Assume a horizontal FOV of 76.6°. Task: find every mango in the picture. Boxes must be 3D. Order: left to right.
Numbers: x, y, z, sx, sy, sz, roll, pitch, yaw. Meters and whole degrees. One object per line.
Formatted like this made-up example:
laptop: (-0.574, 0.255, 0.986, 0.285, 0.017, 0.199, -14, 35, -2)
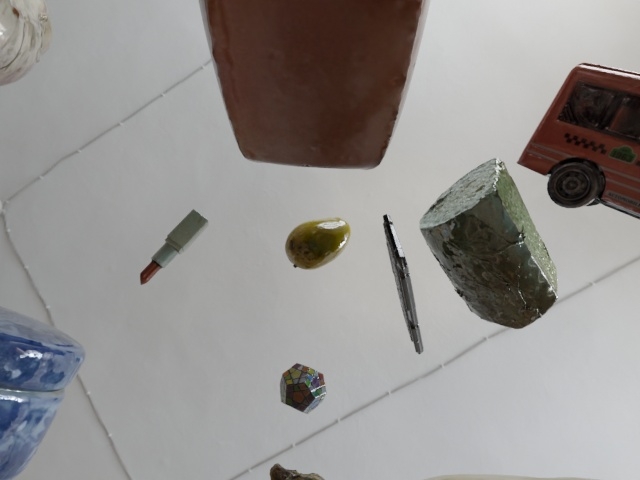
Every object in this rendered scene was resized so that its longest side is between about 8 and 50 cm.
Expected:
mango: (0.000, 0.000, 0.874, 0.161, 0.076, 0.103, -28, -93, -25)

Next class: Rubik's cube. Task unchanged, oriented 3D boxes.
Rubik's cube: (-0.040, 0.330, 0.906, 0.111, 0.111, 0.093, 22, -113, 11)

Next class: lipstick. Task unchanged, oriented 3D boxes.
lipstick: (-0.217, 0.012, 0.590, 0.030, 0.030, 0.129, 39, -111, -3)

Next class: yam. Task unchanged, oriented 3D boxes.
yam: (0.329, 0.020, 0.793, 0.271, 0.202, 0.202, 50, -50, -6)

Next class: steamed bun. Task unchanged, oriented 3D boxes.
steamed bun: (-0.005, -0.263, 0.454, 0.236, 0.379, 0.247, 4, -118, 1)

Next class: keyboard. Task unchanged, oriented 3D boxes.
keyboard: (0.125, 0.077, 0.608, 0.016, 0.262, 0.106, -17, -133, 6)

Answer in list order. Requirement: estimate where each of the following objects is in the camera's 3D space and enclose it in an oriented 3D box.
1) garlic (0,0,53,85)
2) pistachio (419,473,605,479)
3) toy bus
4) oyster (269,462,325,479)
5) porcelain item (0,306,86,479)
garlic: (-0.264, -0.185, 0.286, 0.102, 0.159, 0.147, -10, -61, -8)
pistachio: (0.116, 0.240, 0.232, 0.332, 0.226, 0.207, -20, -79, 9)
toy bus: (0.557, -0.109, 0.613, 0.427, 0.203, 0.232, 34, -65, 33)
oyster: (0.063, 0.406, 0.556, 0.345, 0.079, 0.128, 15, -78, 36)
porcelain item: (-0.276, 0.107, 0.313, 0.147, 0.147, 0.114, 18, -109, 11)
